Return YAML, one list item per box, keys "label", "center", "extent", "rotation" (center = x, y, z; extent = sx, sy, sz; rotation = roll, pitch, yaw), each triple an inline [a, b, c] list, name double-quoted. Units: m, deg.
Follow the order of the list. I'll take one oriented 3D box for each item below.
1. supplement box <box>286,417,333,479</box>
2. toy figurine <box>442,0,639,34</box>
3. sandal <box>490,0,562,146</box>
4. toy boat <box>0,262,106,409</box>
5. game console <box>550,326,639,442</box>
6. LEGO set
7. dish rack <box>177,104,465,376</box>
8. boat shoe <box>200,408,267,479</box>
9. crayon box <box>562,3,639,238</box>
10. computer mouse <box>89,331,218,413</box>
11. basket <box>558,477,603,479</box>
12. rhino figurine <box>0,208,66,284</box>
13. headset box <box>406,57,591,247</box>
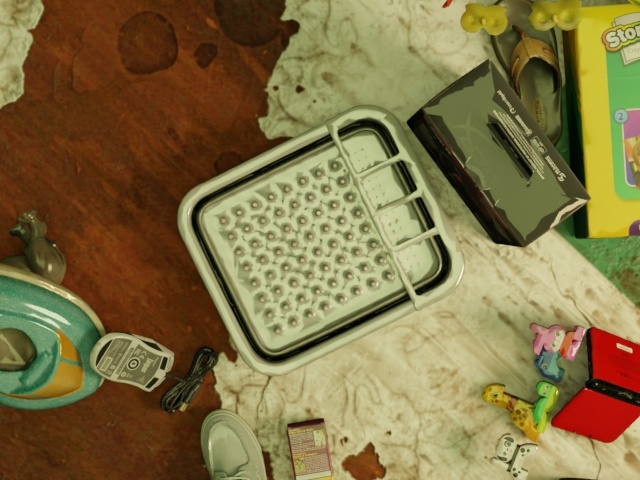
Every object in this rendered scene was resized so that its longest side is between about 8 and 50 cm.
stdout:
- label: "supplement box"
  center: [-0.015, 0.292, 1.955]
  extent: [0.055, 0.043, 0.083]
  rotation: [-8, 92, 0]
- label: "toy figurine"
  center: [0.342, -0.407, 1.861]
  extent: [0.362, 0.217, 0.191]
  rotation: [-1, 121, 19]
- label: "sandal"
  center: [0.287, -0.229, 1.942]
  extent: [0.090, 0.060, 0.219]
  rotation: [-7, 91, -1]
- label: "toy boat"
  center: [-0.427, 0.193, 1.873]
  extent: [0.267, 0.148, 0.318]
  rotation: [29, 106, -34]
- label: "game console"
  center: [0.383, 0.198, 1.936]
  extent: [0.144, 0.085, 0.124]
  rotation: [21, 59, -40]
- label: "LEGO set"
  center: [0.275, 0.205, 1.939]
  extent: [0.093, 0.087, 0.227]
  rotation: [21, 94, 6]
- label: "dish rack"
  center: [0.000, 0.000, 1.937]
  extent: [0.332, 0.072, 0.286]
  rotation: [-26, 92, 0]
- label: "boat shoe"
  center: [-0.107, 0.342, 1.936]
  extent: [0.079, 0.081, 0.228]
  rotation: [-17, 92, -1]
- label: "crayon box"
  center: [0.523, -0.168, 1.924]
  extent: [0.362, 0.106, 0.313]
  rotation: [-3, 90, 0]
- label: "computer mouse"
  center: [-0.234, 0.164, 1.912]
  extent: [0.193, 0.042, 0.106]
  rotation: [29, 97, -40]
- label: "basket"
  center: [0.372, 0.443, 1.915]
  extent: [0.204, 0.154, 0.227]
  rotation: [6, 87, -3]
- label: "rhino figurine"
  center: [-0.453, 0.069, 1.932]
  extent: [0.243, 0.073, 0.106]
  rotation: [-37, 88, 1]
- label: "headset box"
  center: [0.224, -0.107, 1.828]
  extent: [0.110, 0.293, 0.218]
  rotation: [-36, 90, 0]
